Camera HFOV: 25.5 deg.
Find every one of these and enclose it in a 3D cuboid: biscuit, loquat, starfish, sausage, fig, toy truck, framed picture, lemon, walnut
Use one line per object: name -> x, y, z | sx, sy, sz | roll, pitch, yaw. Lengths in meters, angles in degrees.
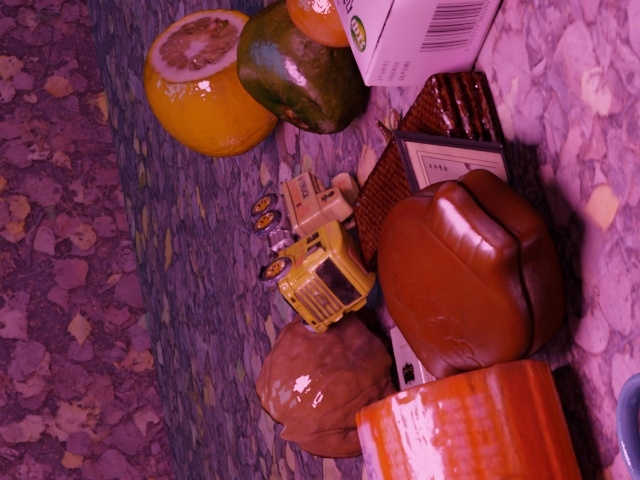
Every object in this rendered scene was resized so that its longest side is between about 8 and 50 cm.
biscuit -> 0.125, -0.076, 1.791 | 0.388, 0.073, 0.107 | 121, 140, -62
loquat -> 0.024, -0.333, 1.882 | 0.137, 0.163, 0.163 | -68, -21, -69
starfish -> 0.099, -0.135, 1.920 | 0.078, 0.028, 0.091 | -146, 54, -60
sausage -> 0.174, 0.296, 1.511 | 0.233, 0.233, 0.287 | 127, 133, -65
fig -> -0.002, -0.286, 2.032 | 0.235, 0.203, 0.203 | -59, 12, -14
toy truck -> 0.000, 0.000, 2.034 | 0.124, 0.157, 0.272 | 48, -166, -28
framed picture -> 0.168, -0.033, 1.619 | 0.195, 0.010, 0.199 | 14, 128, 54
lemon -> -0.170, -0.253, 2.395 | 0.240, 0.240, 0.219 | -116, 3, -46
walnut -> 0.017, 0.187, 2.031 | 0.141, 0.204, 0.238 | -55, 44, 47

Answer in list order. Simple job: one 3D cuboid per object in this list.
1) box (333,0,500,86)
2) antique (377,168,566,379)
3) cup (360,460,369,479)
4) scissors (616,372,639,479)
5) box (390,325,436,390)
box -> 0.087, -0.363, 1.683 | 0.173, 0.145, 0.333 | 112, 146, -53
antique -> 0.167, 0.038, 1.539 | 0.223, 0.129, 0.278 | 44, 148, 28
cup -> 0.112, 0.355, 1.721 | 0.173, 0.255, 0.202 | 20, 126, 24
scissors -> 0.325, 0.036, 1.278 | 0.192, 0.029, 0.447 | -150, 55, -68
box -> 0.133, 0.193, 1.938 | 0.090, 0.024, 0.167 | 138, 124, -68
